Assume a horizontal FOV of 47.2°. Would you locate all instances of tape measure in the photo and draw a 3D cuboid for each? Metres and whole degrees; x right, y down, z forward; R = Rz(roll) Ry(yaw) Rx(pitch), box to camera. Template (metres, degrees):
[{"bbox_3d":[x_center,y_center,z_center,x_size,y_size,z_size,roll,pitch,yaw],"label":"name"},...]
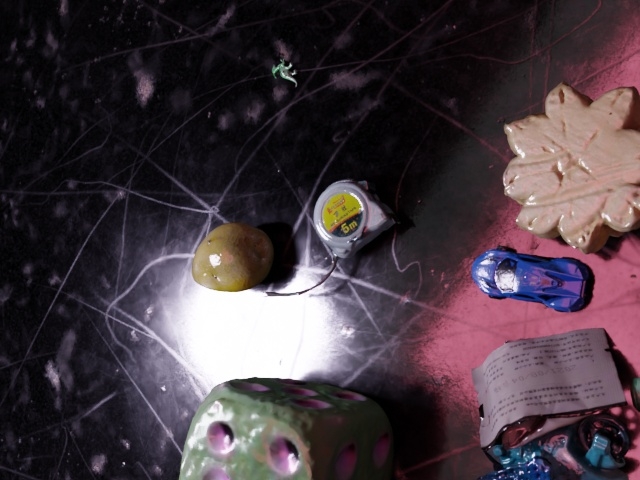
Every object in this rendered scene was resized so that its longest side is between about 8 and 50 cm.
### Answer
[{"bbox_3d":[0.001,0.001,1.545,0.330,0.084,0.164,-36,67,20],"label":"tape measure"}]

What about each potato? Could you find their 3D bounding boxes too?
[{"bbox_3d":[-0.206,0.043,1.638,0.194,0.157,0.157,-22,74,40],"label":"potato"}]

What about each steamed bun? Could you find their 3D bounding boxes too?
[{"bbox_3d":[0.460,-0.131,1.274,0.296,0.137,0.292,30,101,34],"label":"steamed bun"}]

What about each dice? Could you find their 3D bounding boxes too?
[{"bbox_3d":[-0.065,0.444,1.401,0.319,0.330,0.322,7,90,31],"label":"dice"}]

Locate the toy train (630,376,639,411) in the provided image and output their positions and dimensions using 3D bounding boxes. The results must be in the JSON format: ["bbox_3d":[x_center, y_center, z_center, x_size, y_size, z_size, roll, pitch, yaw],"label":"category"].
[{"bbox_3d":[0.633,0.264,1.103,0.299,0.167,0.238,-13,68,29],"label":"toy train"}]

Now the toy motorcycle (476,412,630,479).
[{"bbox_3d":[0.402,0.396,1.247,0.260,0.154,0.206,-11,90,34],"label":"toy motorcycle"}]

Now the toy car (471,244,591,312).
[{"bbox_3d":[0.379,0.068,1.338,0.216,0.063,0.103,10,91,30],"label":"toy car"}]

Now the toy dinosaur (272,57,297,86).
[{"bbox_3d":[-0.084,-0.379,1.670,0.062,0.021,0.083,-18,73,34],"label":"toy dinosaur"}]

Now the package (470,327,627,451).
[{"bbox_3d":[0.376,0.243,1.254,0.251,0.203,0.062,-26,117,22],"label":"package"}]
